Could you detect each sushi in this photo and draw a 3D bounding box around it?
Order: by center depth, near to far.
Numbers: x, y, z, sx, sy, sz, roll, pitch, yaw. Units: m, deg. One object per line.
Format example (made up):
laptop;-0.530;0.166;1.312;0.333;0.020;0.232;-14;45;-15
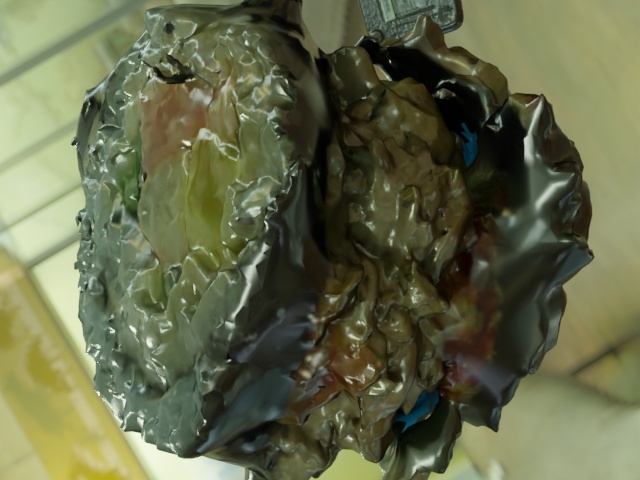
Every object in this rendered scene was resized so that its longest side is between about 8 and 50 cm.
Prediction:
sushi;0.005;0.001;0.899;0.225;0.219;0.238;-110;33;-40

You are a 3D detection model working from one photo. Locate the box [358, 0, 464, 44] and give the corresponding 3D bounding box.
box;0.105;-0.301;2.257;0.027;0.125;0.126;34;-140;-71
